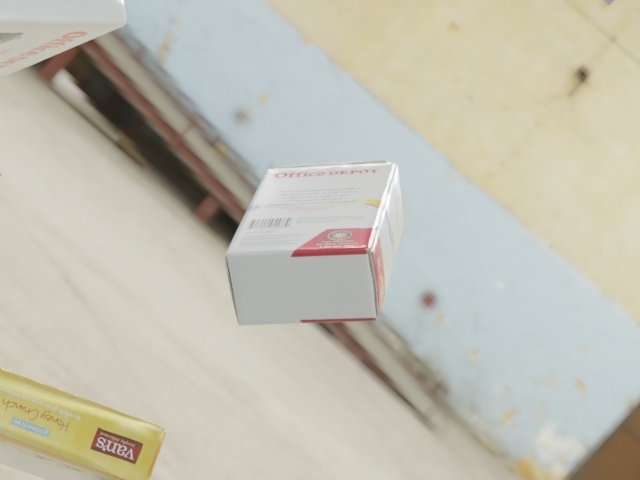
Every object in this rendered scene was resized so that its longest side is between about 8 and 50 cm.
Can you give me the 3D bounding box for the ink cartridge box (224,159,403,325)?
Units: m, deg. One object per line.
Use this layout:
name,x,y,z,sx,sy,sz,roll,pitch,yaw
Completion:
ink cartridge box,0.000,0.000,1.374,0.175,0.127,0.072,-69,153,-61

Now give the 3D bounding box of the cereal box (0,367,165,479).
cereal box,-0.207,0.141,1.137,0.173,0.047,0.240,21,-15,-5

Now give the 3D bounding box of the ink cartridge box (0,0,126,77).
ink cartridge box,-0.293,-0.175,1.015,0.273,0.114,0.197,-6,-2,-39

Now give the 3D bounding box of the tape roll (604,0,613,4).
tape roll,0.309,-0.322,1.483,0.080,0.189,0.189,41,3,4
